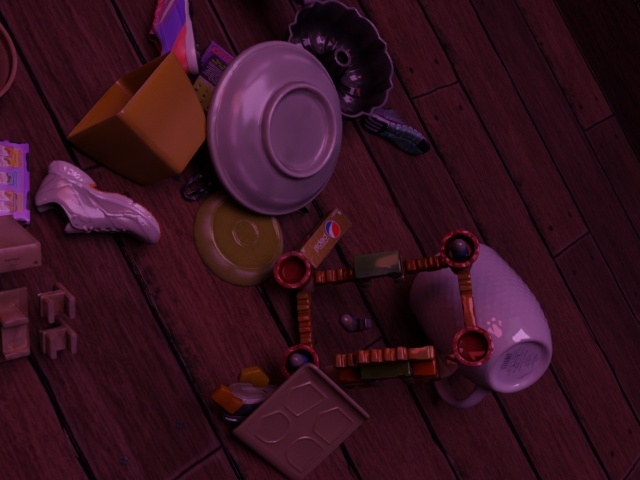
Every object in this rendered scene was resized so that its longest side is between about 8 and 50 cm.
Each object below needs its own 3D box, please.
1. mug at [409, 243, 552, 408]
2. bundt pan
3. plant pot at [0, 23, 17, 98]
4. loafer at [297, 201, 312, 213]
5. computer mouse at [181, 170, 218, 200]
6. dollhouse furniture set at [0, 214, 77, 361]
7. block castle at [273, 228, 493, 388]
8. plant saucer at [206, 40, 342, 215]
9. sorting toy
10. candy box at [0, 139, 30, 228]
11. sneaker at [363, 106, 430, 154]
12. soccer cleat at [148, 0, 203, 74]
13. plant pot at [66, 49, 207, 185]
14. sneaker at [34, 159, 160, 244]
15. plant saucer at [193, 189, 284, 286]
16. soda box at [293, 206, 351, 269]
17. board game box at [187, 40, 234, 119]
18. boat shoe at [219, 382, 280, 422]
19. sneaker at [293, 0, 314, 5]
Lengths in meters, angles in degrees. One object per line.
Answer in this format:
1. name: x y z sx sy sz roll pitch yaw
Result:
1. mug: 0.389 0.244 1.825 0.276 0.374 0.328 13 26 -27
2. bundt pan: 0.028 -0.456 1.936 0.330 0.124 0.331 10 71 -29
3. plant pot: -0.713 -0.337 1.396 0.237 0.109 0.237 15 63 -32
4. loafer: -0.078 -0.099 1.803 0.148 0.056 0.050 7 62 -34
5. computer mouse: -0.217 -0.150 1.720 0.242 0.041 0.071 -22 107 -26
6. dollhouse furniture set: -0.572 0.097 1.313 0.212 0.161 0.242 -11 117 -38
7. block castle: 0.133 0.157 1.607 0.213 0.453 0.303 55 29 -70
8. plant saucer: -0.070 -0.251 1.676 0.400 0.100 0.401 -10 105 -41
9. sorting toy: -0.070 0.354 1.532 0.229 0.041 0.307 -42 116 4
10. candy box: -0.654 -0.108 1.375 0.196 0.070 0.165 5 70 -35
11. sneaker: 0.227 -0.331 2.104 0.223 0.083 0.098 25 54 -26
12. soccer cleat: -0.357 -0.527 1.744 0.116 0.109 0.318 -10 68 -6
13. plant pot: -0.365 -0.240 1.563 0.187 0.212 0.212 50 49 -28
14. sneaker: -0.456 -0.046 1.492 0.262 0.099 0.121 31 64 -14
15. plant saucer: -0.179 -0.013 1.708 0.240 0.037 0.241 14 65 -32
16. soda box: 0.000 0.000 1.820 0.061 0.058 0.181 48 52 -11
17. board game box: -0.179 -0.311 1.821 0.346 0.056 0.208 37 59 -20
18. boat shoe: -0.113 0.362 1.599 0.233 0.084 0.079 14 103 -39
19. sneaker: -0.183 -0.673 1.858 0.236 0.130 0.323 -27 66 -11
